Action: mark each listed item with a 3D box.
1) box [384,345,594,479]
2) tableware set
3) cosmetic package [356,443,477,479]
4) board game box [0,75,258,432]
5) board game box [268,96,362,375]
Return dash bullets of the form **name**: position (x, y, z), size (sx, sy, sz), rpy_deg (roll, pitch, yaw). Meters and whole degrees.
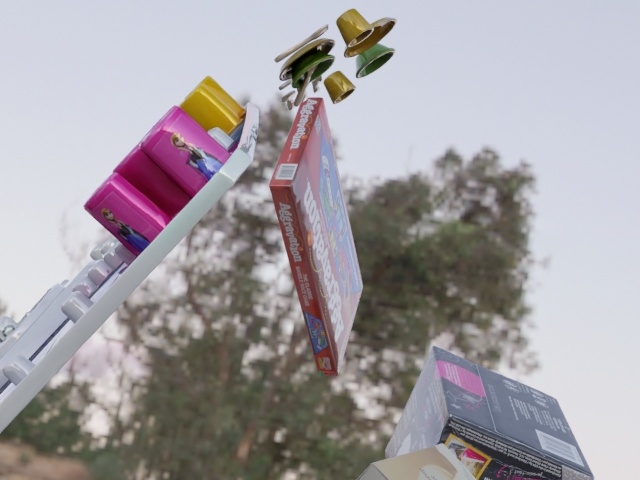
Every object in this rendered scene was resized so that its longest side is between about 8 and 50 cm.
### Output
- **box**: position (0.167, 0.233, 1.440), size (0.163, 0.142, 0.247), rpy_deg (24, 11, -4)
- **tableware set**: position (0.018, -0.132, 1.022), size (0.104, 0.024, 0.154), rpy_deg (-34, -9, -4)
- **cosmetic package**: position (0.078, 0.204, 1.120), size (0.060, 0.041, 0.115), rpy_deg (47, 24, 23)
- **board game box**: position (-0.189, 0.057, 0.857), size (0.050, 0.390, 0.390), rpy_deg (44, 5, -8)
- **board game box**: position (0.000, 0.000, 1.504), size (0.027, 0.145, 0.281), rpy_deg (2, -46, 17)
